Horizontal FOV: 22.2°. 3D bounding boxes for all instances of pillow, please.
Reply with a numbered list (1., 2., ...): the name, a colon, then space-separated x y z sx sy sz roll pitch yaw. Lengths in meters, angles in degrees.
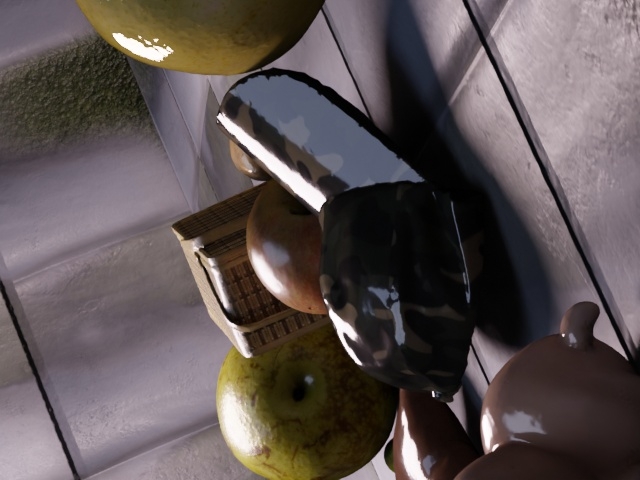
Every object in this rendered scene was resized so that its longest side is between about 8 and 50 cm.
1. pillow: 0.179 0.353 2.100 0.308 0.108 0.305 83 160 -50

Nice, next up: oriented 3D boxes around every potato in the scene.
1. potato: -0.088 -0.149 2.474 0.147 0.112 0.112 -115 8 -61

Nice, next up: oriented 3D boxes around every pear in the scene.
1. pear: -0.128 -0.323 1.792 0.309 0.309 0.309 158 90 -79
2. pear: -0.020 0.240 2.448 0.283 0.283 0.283 158 90 -79

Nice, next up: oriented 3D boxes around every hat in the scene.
1. hat: 0.020 0.002 1.838 0.382 0.257 0.366 22 157 9

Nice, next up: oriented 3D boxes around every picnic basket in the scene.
1. picnic basket: -0.068 0.020 2.371 0.313 0.228 0.175 -144 32 -72

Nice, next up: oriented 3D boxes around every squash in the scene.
1. squash: 0.134 0.301 2.353 0.229 0.066 0.066 112 135 -74

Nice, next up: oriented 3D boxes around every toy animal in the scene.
1. toy animal: 0.204 0.210 1.412 0.210 0.221 0.229 80 163 -54

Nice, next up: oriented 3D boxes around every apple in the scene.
1. apple: 0.000 0.000 2.101 0.174 0.188 0.188 73 169 -49
